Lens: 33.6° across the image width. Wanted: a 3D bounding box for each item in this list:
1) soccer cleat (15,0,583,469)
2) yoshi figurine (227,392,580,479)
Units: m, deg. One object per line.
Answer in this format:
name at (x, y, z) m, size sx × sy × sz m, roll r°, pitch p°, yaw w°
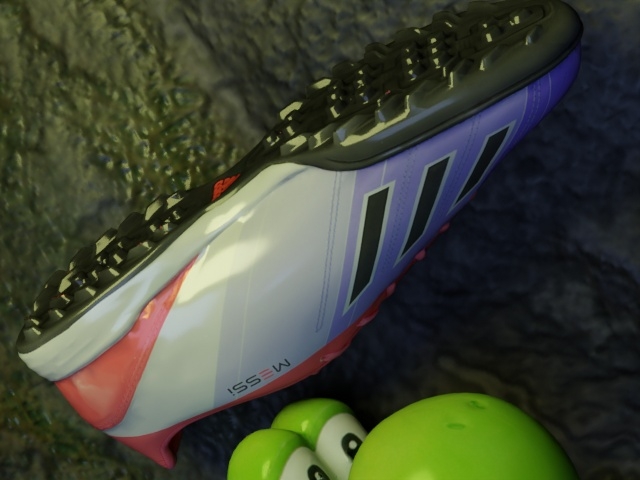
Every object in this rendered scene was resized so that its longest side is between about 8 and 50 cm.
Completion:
soccer cleat at (0.000, 0.000, 0.524) m, size 0.318 × 0.109 × 0.116 m, roll -33°, pitch 111°, yaw 15°
yoshi figurine at (0.103, 0.215, 0.488) m, size 0.203 × 0.203 × 0.362 m, roll -39°, pitch 87°, yaw 6°
